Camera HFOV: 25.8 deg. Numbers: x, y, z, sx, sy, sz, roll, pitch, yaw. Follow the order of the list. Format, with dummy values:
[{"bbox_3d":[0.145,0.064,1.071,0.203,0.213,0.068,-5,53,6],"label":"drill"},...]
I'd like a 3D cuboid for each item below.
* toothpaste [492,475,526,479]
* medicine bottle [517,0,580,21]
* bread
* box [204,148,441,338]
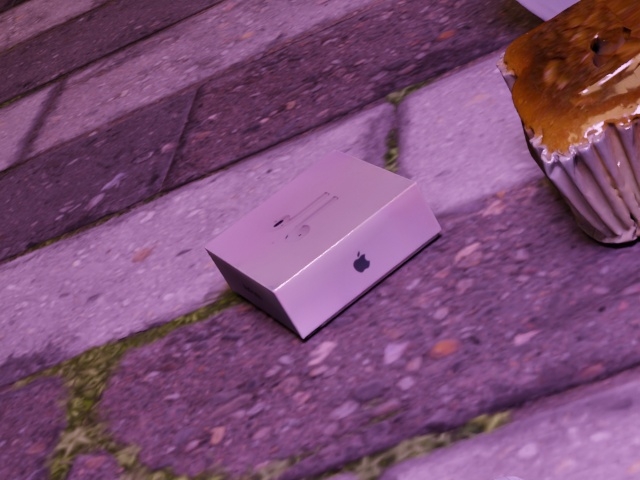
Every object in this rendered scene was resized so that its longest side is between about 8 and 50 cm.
[{"bbox_3d":[0.165,0.176,0.531,0.114,0.073,0.299,-40,34,-20],"label":"toothpaste"},{"bbox_3d":[0.260,-0.322,1.097,0.241,0.252,0.252,-43,28,-26],"label":"medicine bottle"},{"bbox_3d":[0.222,-0.103,0.910,0.192,0.110,0.210,-26,26,13],"label":"bread"},{"bbox_3d":[0.000,0.000,1.025,0.129,0.051,0.130,-37,26,-14],"label":"box"}]
